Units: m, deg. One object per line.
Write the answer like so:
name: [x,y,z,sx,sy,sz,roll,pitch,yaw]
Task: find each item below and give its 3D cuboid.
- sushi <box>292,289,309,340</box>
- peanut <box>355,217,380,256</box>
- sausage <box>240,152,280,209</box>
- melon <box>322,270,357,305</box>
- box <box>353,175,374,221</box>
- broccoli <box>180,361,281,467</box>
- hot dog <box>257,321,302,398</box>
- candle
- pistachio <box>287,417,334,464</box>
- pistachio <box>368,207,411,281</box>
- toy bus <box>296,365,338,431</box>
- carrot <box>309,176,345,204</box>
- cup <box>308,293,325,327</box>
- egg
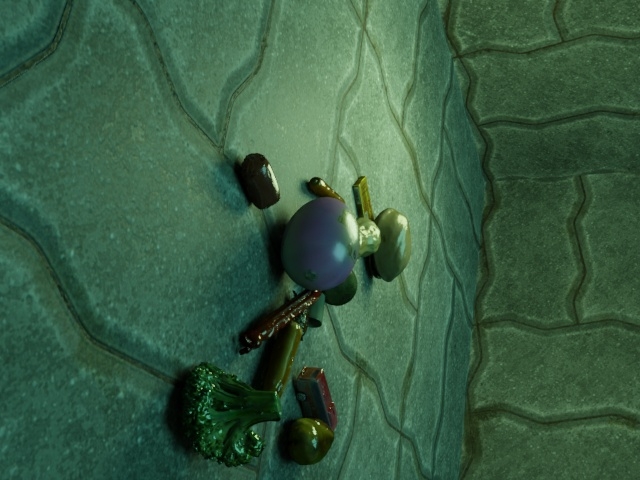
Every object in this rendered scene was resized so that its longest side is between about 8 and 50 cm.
sushi: [-0.057,0.186,1.878,0.055,0.052,0.120,74,23,-66]
peanut: [0.103,0.000,2.193,0.256,0.123,0.124,-29,114,-68]
sausage: [-0.133,-0.132,1.699,0.076,0.076,0.141,-68,148,-45]
melon: [0.040,0.111,2.034,0.167,0.114,0.114,59,36,-45]
box: [0.137,-0.118,2.418,0.089,0.022,0.156,-52,135,-56]
broccoli: [-0.159,0.325,1.429,0.194,0.194,0.220,-47,125,-60]
hot dog: [-0.096,0.285,1.742,0.236,0.062,0.092,-72,-176,-46]
candle: [-0.090,0.178,1.754,0.329,0.051,0.048,-32,102,-55]
pistachio: [-0.030,0.490,1.854,0.110,0.100,0.189,-68,164,-1]
pistachio: [0.220,0.014,2.460,0.153,0.137,0.238,-2,98,-34]
toy bus: [-0.009,0.409,1.932,0.065,0.077,0.192,-56,138,-52]
carrot: [0.024,-0.128,2.122,0.248,0.043,0.043,30,60,-66]
cup: [-0.013,0.183,1.978,0.075,0.054,0.083,59,33,-47]
egg: [0.000,0.000,1.858,0.271,0.196,0.196,-91,163,-45]
